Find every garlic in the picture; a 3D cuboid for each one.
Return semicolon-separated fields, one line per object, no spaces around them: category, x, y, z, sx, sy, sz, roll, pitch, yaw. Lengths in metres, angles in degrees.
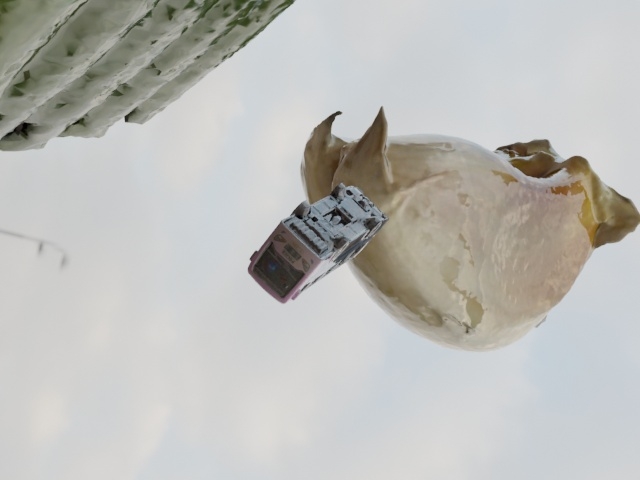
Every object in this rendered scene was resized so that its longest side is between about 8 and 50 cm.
garlic;0.115;-0.026;1.253;0.286;0.313;0.249;61;-42;32

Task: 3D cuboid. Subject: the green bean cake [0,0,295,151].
green bean cake;-0.178;-0.228;0.730;0.218;0.335;0.319;-33;-97;30

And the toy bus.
toy bus;0.000;0.000;0.787;0.052;0.037;0.130;-49;173;23
